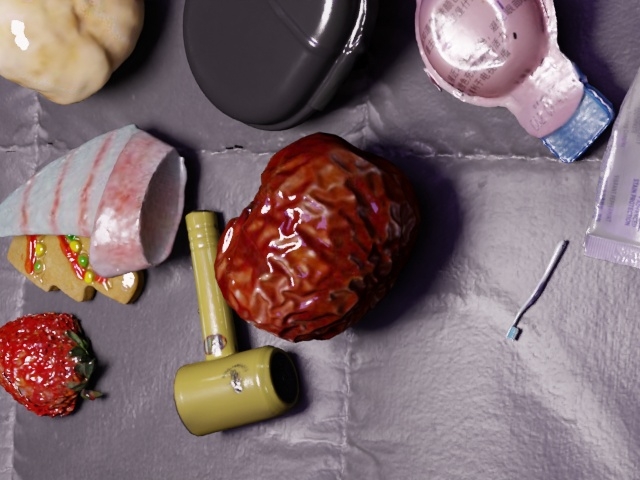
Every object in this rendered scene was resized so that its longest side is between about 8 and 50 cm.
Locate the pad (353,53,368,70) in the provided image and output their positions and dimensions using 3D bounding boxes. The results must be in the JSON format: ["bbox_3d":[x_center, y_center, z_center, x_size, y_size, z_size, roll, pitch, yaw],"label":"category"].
[{"bbox_3d":[-0.024,-0.330,1.743,0.160,0.009,0.265,-8,85,26],"label":"pad"}]

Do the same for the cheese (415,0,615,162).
[{"bbox_3d":[0.209,-0.213,1.570,0.286,0.074,0.189,47,128,13],"label":"cheese"}]

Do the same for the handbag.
[{"bbox_3d":[-0.050,-0.273,1.655,0.253,0.093,0.308,56,130,24],"label":"handbag"}]

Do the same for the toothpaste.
[{"bbox_3d":[0.363,-0.108,1.511,0.099,0.068,0.282,24,106,53],"label":"toothpaste"}]

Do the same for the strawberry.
[{"bbox_3d":[-0.379,0.160,1.853,0.140,0.085,0.192,-49,67,18],"label":"strawberry"}]

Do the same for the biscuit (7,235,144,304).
[{"bbox_3d":[-0.325,-0.005,1.858,0.239,0.041,0.212,-15,82,24],"label":"biscuit"}]

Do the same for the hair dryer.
[{"bbox_3d":[-0.118,0.093,1.731,0.135,0.090,0.278,-17,74,25],"label":"hair dryer"}]

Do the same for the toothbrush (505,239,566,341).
[{"bbox_3d":[0.245,0.056,1.584,0.013,0.011,0.131,35,103,37],"label":"toothbrush"}]

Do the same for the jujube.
[{"bbox_3d":[0.000,0.000,1.599,0.213,0.213,0.232,35,102,24],"label":"jujube"}]

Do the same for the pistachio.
[{"bbox_3d":[-0.359,-0.318,1.796,0.321,0.229,0.238,56,144,27],"label":"pistachio"}]

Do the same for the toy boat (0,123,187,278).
[{"bbox_3d":[-0.312,-0.051,1.800,0.282,0.096,0.206,-1,73,31],"label":"toy boat"}]
